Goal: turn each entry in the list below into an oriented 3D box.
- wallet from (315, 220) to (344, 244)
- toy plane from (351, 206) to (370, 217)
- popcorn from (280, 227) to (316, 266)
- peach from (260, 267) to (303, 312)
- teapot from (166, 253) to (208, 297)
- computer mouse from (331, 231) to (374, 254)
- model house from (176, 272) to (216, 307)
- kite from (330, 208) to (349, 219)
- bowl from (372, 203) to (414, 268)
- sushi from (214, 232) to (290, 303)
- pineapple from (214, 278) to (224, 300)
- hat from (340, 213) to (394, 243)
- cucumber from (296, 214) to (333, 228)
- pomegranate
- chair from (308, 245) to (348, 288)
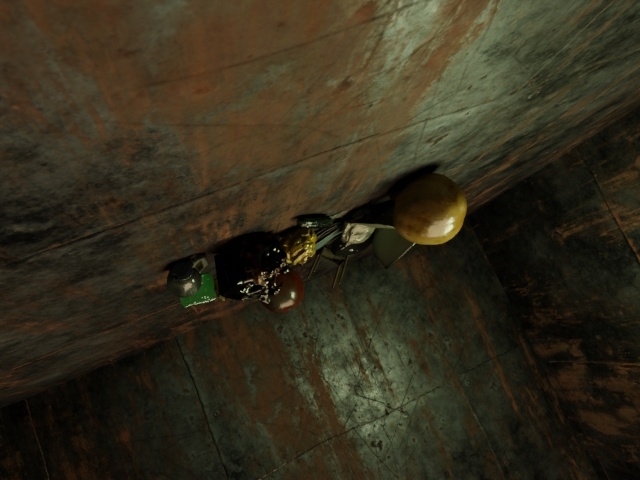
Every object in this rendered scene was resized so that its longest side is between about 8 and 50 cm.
[{"bbox_3d":[-0.001,-0.001,2.105,0.290,0.054,0.251,-32,175,9],"label":"wallet"},{"bbox_3d":[0.167,-0.117,1.935,0.083,0.033,0.080,-19,173,17],"label":"toy plane"},{"bbox_3d":[-0.089,0.021,1.773,0.167,0.152,0.148,-28,-149,7],"label":"popcorn"},{"bbox_3d":[-0.218,0.273,2.529,0.252,0.253,0.252,-23,170,-4],"label":"peach"},{"bbox_3d":[-0.434,0.116,1.531,0.149,0.111,0.108,-15,154,-19],"label":"teapot"},{"bbox_3d":[0.173,-0.002,2.230,0.183,0.116,0.323,-39,172,34],"label":"computer mouse"},{"bbox_3d":[-0.512,0.199,1.842,0.088,0.117,0.167,-11,-177,41],"label":"model house"},{"bbox_3d":[0.058,-0.092,1.890,0.152,0.005,0.137,-29,169,31],"label":"kite"},{"bbox_3d":[0.361,-0.054,2.137,0.354,0.185,0.354,-45,175,-5],"label":"bowl"},{"bbox_3d":[-0.221,0.076,1.627,0.212,0.216,0.227,-35,146,30],"label":"sushi"},{"bbox_3d":[-0.450,0.213,2.070,0.077,0.114,0.114,3,153,-29],"label":"pineapple"},{"bbox_3d":[0.213,-0.036,1.975,0.244,0.149,0.214,21,-158,27],"label":"hat"},{"bbox_3d":[-0.021,-0.069,1.695,0.058,0.052,0.214,11,-173,29],"label":"cucumber"},{"bbox_3d":[0.431,-0.116,1.820,0.307,0.308,0.307,-23,170,-4],"label":"pomegranate"},{"bbox_3d":[0.061,0.090,2.478,0.188,0.166,0.272,126,-11,-70],"label":"chair"}]
